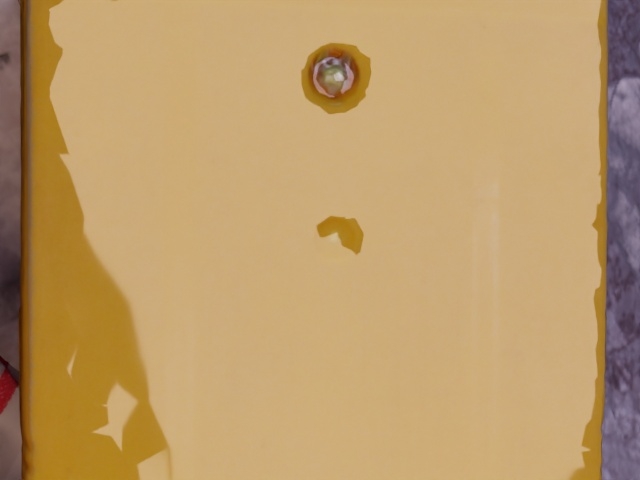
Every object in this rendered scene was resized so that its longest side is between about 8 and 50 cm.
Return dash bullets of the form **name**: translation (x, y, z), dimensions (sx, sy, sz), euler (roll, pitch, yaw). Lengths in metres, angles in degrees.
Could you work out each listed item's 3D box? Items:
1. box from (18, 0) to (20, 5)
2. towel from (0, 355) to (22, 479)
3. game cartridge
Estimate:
- **box**: translation (-0.036, -0.054, 0.845), dimensions (0.128, 0.123, 0.256), euler (-36, 110, -36)
- **towel**: translation (-0.135, 0.192, 0.730), dimensions (0.329, 0.037, 0.237), euler (48, 37, -33)
- **game cartridge**: translation (0.000, 0.000, 0.733), dimensions (0.285, 0.053, 0.323), euler (1, 92, -16)
